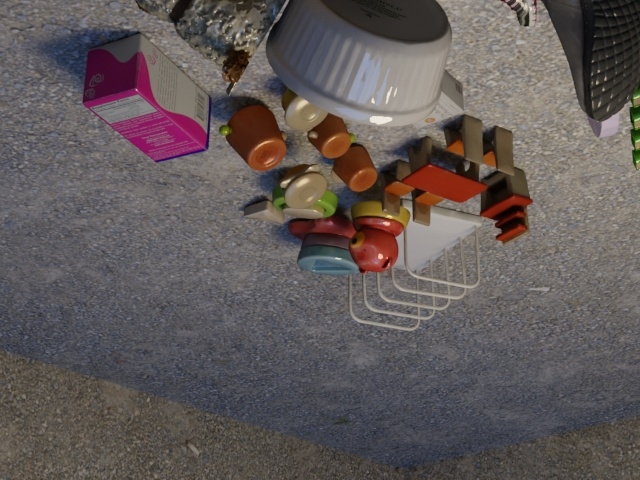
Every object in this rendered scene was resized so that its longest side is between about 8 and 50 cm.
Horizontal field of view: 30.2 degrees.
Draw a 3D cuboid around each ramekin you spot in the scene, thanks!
[{"bbox_3d":[0.065,-0.293,1.714,0.273,0.272,0.127,9,130,-17],"label":"ramekin"}]

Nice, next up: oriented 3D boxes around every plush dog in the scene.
[{"bbox_3d":[-0.177,-0.351,1.703,0.225,0.210,0.262,31,148,-8],"label":"plush dog"}]

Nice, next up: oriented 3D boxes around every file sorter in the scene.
[{"bbox_3d":[0.197,0.061,2.543,0.193,0.173,0.278,11,152,-23],"label":"file sorter"}]

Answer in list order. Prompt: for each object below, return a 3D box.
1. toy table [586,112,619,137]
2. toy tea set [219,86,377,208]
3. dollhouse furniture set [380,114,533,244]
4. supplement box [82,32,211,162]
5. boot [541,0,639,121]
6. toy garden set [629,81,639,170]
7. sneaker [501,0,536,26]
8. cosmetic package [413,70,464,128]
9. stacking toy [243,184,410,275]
[{"bbox_3d":[0.463,-0.298,1.745,0.161,0.252,0.274,-12,121,3],"label":"toy table"},{"bbox_3d":[-0.034,-0.178,2.160,0.200,0.124,0.336,-37,142,6],"label":"toy tea set"},{"bbox_3d":[0.279,-0.095,2.259,0.259,0.135,0.262,16,150,-30],"label":"dollhouse furniture set"},{"bbox_3d":[-0.288,-0.236,1.997,0.114,0.111,0.220,-11,151,23],"label":"supplement box"},{"bbox_3d":[0.318,-0.338,1.600,0.118,0.223,0.338,-30,126,-25],"label":"boot"},{"bbox_3d":[0.556,-0.184,1.720,0.204,0.049,0.244,-20,153,7],"label":"toy garden set"},{"bbox_3d":[0.276,-0.377,1.758,0.075,0.063,0.170,-10,148,19],"label":"sneaker"},{"bbox_3d":[0.140,-0.272,1.978,0.099,0.060,0.239,-16,150,32],"label":"cosmetic package"},{"bbox_3d":[0.000,0.000,2.406,0.280,0.130,0.309,16,161,-24],"label":"stacking toy"}]
